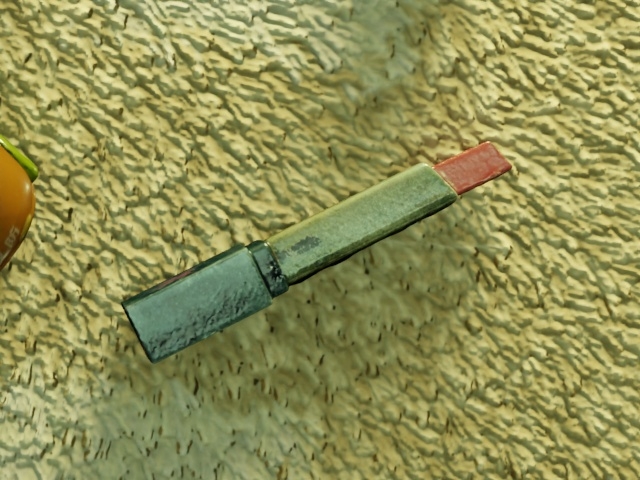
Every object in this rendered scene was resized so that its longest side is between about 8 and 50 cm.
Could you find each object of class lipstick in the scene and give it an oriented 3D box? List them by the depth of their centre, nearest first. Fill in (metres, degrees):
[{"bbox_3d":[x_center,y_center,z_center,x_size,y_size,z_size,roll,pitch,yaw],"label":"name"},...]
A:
[{"bbox_3d":[0.000,0.000,1.215,0.312,0.051,0.051,-27,95,-9],"label":"lipstick"}]

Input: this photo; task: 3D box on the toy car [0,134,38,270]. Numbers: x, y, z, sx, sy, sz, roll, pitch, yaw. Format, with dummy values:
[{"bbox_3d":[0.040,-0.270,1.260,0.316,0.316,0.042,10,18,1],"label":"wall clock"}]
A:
[{"bbox_3d":[-0.303,-0.051,1.080,0.235,0.235,0.145,41,86,-8],"label":"toy car"}]
